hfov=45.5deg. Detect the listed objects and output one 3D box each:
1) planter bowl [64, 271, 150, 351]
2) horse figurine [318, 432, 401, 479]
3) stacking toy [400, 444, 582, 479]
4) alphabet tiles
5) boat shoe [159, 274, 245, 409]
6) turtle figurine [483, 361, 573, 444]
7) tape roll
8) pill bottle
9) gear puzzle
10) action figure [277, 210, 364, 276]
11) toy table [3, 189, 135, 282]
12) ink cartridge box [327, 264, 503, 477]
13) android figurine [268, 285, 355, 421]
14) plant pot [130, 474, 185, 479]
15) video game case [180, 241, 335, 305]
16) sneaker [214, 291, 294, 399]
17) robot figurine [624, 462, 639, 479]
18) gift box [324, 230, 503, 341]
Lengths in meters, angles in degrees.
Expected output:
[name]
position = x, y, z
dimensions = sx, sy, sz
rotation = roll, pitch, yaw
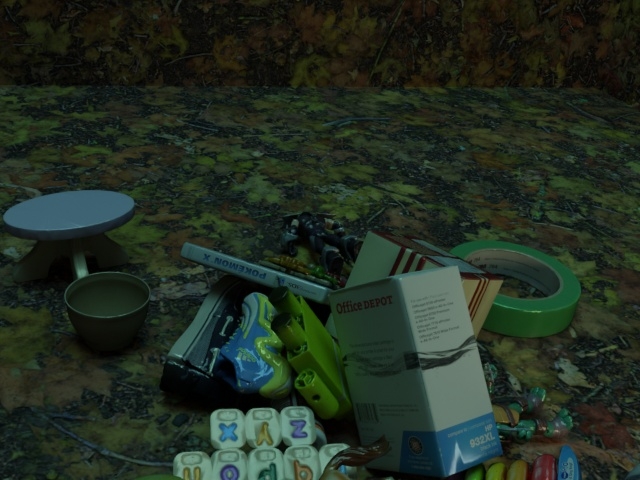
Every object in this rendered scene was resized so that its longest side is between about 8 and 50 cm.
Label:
[planter bowl]
position = -0.418, 0.149, 1.508
dimensions = 0.162, 0.109, 0.162
rotation = 5, 28, -3
[horse figurine]
position = 0.044, 0.409, 1.112
dimensions = 0.175, 0.066, 0.263
rotation = 12, 51, -8
[stacking toy]
position = 0.246, 0.405, 1.184
dimensions = 0.302, 0.165, 0.175
rotation = 1, 27, 20
[alphabet tiles]
position = -0.080, 0.384, 1.162
dimensions = 0.284, 0.021, 0.277
rotation = 0, 50, -13
[boat shoe]
position = -0.176, 0.199, 1.487
dimensions = 0.158, 0.127, 0.340
rotation = 22, 34, 3
[turtle figurine]
position = 0.332, 0.311, 1.380
dimensions = 0.234, 0.118, 0.175
rotation = 8, 39, -31
[tape roll]
position = 0.449, 0.108, 1.820
dimensions = 0.322, 0.077, 0.321
rotation = 5, 29, -3
[pill bottle]
position = -0.042, 0.309, 1.326
dimensions = 0.086, 0.086, 0.152
rotation = 1, 29, -11
[gear puzzle]
position = -0.036, 0.061, 1.624
dimensions = 0.176, 0.044, 0.339
rotation = 17, -4, 17
[action figure]
position = 0.000, 0.000, 1.901
dimensions = 0.185, 0.099, 0.285
rotation = -14, 30, -21
[toy table]
position = -0.551, 0.000, 1.699
dimensions = 0.275, 0.160, 0.252
rotation = -4, 31, -18
[ink cartridge box]
position = 0.147, 0.210, 1.249
dimensions = 0.129, 0.307, 0.223
rotation = -10, -5, -30
[android figurine]
position = -0.007, 0.211, 1.361
dimensions = 0.056, 0.272, 0.248
rotation = -28, 31, 9
[plant pot]
position = -0.210, 0.429, 0.921
dimensions = 0.276, 0.275, 0.254
rotation = 5, 18, -4
[video game case]
position = -0.098, 0.082, 1.595
dimensions = 0.300, 0.036, 0.329
rotation = 17, -4, 14
[sneaker]
position = -0.132, 0.179, 1.350
dimensions = 0.126, 0.091, 0.240
rotation = 1, 35, -23
[robot figurine]
position = 0.492, 0.442, 1.077
dimensions = 0.209, 0.173, 0.278
rotation = 15, 51, 29
[gift box]
position = 0.198, 0.149, 1.507
dimensions = 0.255, 0.258, 0.276
rotation = 30, 11, 35
